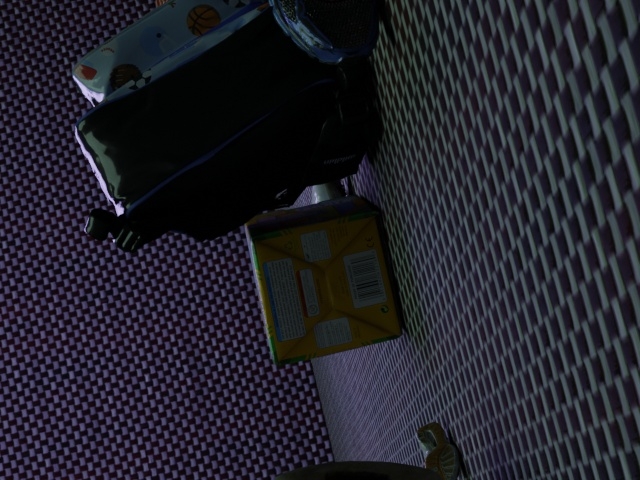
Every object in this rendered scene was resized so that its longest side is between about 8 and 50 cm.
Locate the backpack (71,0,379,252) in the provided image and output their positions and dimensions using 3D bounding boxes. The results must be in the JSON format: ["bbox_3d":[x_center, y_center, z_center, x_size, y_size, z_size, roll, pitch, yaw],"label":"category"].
[{"bbox_3d":[-0.090,-0.112,1.324,0.213,0.276,0.263,64,-176,16],"label":"backpack"}]

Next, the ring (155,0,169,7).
[{"bbox_3d":[-0.080,-0.221,1.527,0.336,0.032,0.337,39,143,39],"label":"ring"}]

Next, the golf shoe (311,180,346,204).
[{"bbox_3d":[0.000,0.000,1.634,0.186,0.086,0.067,84,173,-51],"label":"golf shoe"}]

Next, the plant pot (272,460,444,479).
[{"bbox_3d":[0.029,0.338,0.988,0.334,0.333,0.306,-111,20,-63],"label":"plant pot"}]

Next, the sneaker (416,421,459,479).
[{"bbox_3d":[0.106,0.191,1.218,0.083,0.032,0.037,-101,-14,-62],"label":"sneaker"}]

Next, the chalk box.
[{"bbox_3d":[-0.004,0.033,1.460,0.213,0.132,0.132,-133,31,-81],"label":"chalk box"}]

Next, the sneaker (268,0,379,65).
[{"bbox_3d":[-0.006,-0.236,1.054,0.087,0.083,0.221,127,128,-78],"label":"sneaker"}]
